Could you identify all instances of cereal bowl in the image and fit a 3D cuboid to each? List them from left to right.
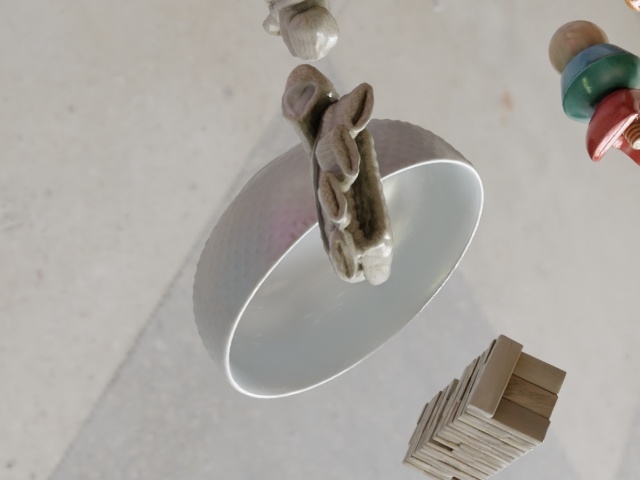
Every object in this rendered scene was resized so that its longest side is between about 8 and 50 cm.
[{"bbox_3d":[0.000,0.000,1.761,0.141,0.339,0.339,47,24,26],"label":"cereal bowl"}]

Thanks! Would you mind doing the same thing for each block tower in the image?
[{"bbox_3d":[0.184,0.209,1.929,0.097,0.335,0.091,25,69,0],"label":"block tower"}]

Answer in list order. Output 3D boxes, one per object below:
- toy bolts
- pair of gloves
[{"bbox_3d":[0.324,-0.191,1.571,0.218,0.228,0.158,11,41,-42],"label":"toy bolts"},{"bbox_3d":[-0.006,-0.093,0.860,0.204,0.042,0.240,170,-91,-86],"label":"pair of gloves"}]
